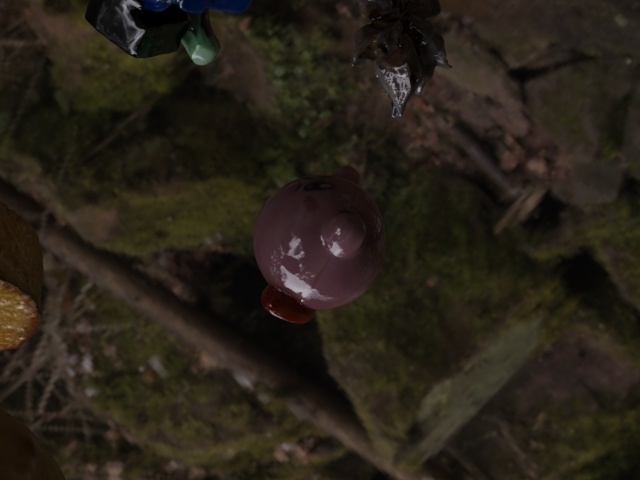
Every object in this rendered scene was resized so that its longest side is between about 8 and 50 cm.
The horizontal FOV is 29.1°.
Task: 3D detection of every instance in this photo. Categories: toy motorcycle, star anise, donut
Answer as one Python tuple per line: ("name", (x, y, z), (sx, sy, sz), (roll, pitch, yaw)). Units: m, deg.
("toy motorcycle", (-0.175, -0.259, 0.861), (0.331, 0.196, 0.125), (43, 125, 24))
("star anise", (0.078, -0.232, 1.276), (0.065, 0.195, 0.182), (-8, 122, 38))
("donut", (-0.581, 0.023, 1.828), (0.377, 0.163, 0.435), (-5, 154, 26))

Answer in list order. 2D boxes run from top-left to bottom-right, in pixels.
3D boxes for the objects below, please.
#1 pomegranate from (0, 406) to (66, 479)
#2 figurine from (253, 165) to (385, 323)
("pomegranate", (-0.402, 0.281, 1.172), (0.332, 0.332, 0.332), (39, 156, 21))
("figurine", (0.000, 0.000, 1.514), (0.173, 0.173, 0.173), (39, 156, 21))
